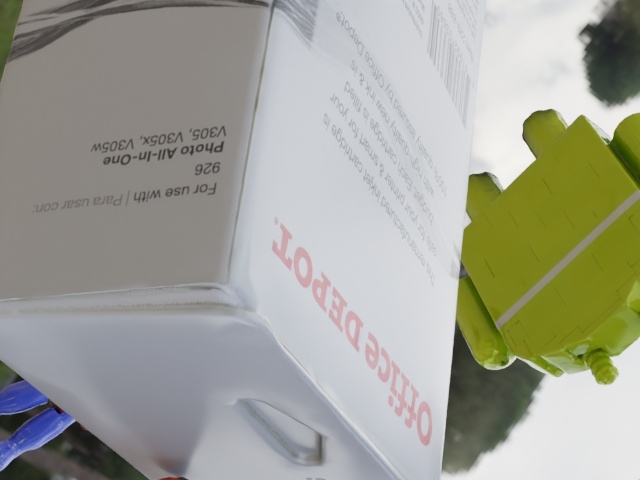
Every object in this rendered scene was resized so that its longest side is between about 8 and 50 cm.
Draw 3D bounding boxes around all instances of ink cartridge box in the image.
[{"bbox_3d":[-0.024,-0.053,0.597,0.122,0.211,0.289,-5,-122,23],"label":"ink cartridge box"}]

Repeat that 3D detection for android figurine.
[{"bbox_3d":[0.210,0.006,1.206,0.248,0.056,0.273,-46,-142,17],"label":"android figurine"}]

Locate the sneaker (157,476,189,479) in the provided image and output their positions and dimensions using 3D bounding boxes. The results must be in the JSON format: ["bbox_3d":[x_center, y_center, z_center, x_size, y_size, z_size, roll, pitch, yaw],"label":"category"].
[{"bbox_3d":[0.026,0.230,0.555,0.148,0.350,0.131,-50,-175,-21],"label":"sneaker"}]

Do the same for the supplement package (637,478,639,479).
[{"bbox_3d":[0.337,0.264,0.915,0.177,0.175,0.293,-41,-122,25],"label":"supplement package"}]

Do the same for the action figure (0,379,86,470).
[{"bbox_3d":[-0.247,0.146,1.305,0.280,0.091,0.139,-25,-178,-14],"label":"action figure"}]
